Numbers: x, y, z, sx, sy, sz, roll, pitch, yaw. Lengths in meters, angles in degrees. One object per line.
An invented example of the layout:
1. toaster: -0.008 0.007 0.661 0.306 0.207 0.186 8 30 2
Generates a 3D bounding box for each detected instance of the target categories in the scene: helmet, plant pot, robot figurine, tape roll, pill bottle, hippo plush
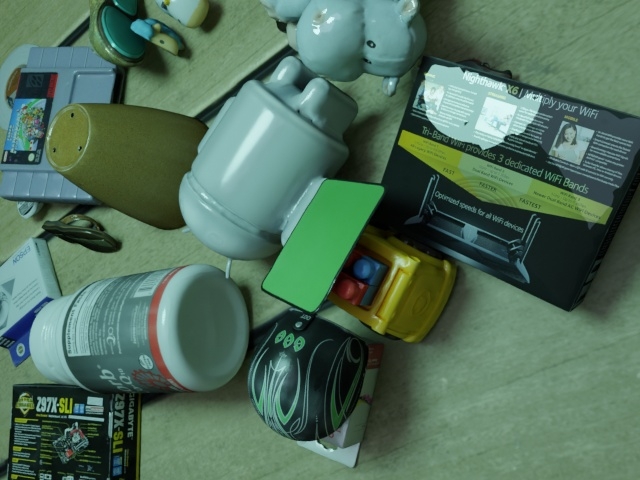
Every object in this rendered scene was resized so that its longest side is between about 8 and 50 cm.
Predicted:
1. helmet: -0.021 0.192 0.802 0.169 0.169 0.162 15 71 31
2. plant pot: -0.358 -0.156 1.070 0.237 0.254 0.237 -5 79 29
3. robot figurine: -0.092 -0.112 0.935 0.353 0.199 0.300 -53 55 14
4. tape roll: -0.703 -0.362 1.411 0.219 0.072 0.219 -5 80 29
5. pill bottle: -0.326 0.164 1.026 0.363 0.210 0.210 -10 77 30
6. hippo plush: 0.063 -0.308 0.847 0.294 0.234 0.237 -3 58 -8

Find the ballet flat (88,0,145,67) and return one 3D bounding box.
1. ballet flat: -0.439 -0.449 1.217 0.123 0.123 0.349 -33 50 22

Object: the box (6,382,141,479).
1. box: -0.504 0.421 1.168 0.322 0.079 0.257 -8 77 29

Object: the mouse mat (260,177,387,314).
1. mouse mat: 0.000 0.000 0.762 0.152 0.007 0.190 17 75 57

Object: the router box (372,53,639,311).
1. router box: 0.242 -0.085 0.772 0.309 0.081 0.243 28 111 29

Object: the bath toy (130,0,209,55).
1. bath toy: -0.246 -0.543 1.138 0.151 0.129 0.348 38 101 30

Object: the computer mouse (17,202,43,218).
1. computer mouse: -0.702 -0.126 1.393 0.106 0.042 0.193 -37 60 15

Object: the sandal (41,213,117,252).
1. sandal: -0.521 -0.025 1.257 0.219 0.090 0.060 9 65 38

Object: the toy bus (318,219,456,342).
1. toy bus: 0.050 0.042 0.824 0.220 0.211 0.149 30 99 32

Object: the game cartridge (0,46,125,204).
1. game cartridge: -0.561 -0.255 1.259 0.230 0.068 0.355 3 77 6

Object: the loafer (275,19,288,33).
1. loafer: -0.038 -0.483 1.033 0.080 0.078 0.220 21 93 31

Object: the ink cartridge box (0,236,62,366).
1. ink cartridge box: -0.691 0.144 1.339 0.223 0.045 0.224 -37 66 20

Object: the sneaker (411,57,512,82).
1. sneaker: 0.214 -0.243 0.872 0.158 0.061 0.065 23 68 30

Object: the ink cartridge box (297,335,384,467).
1. ink cartridge box: 0.015 0.242 0.895 0.115 0.067 0.198 11 88 31
